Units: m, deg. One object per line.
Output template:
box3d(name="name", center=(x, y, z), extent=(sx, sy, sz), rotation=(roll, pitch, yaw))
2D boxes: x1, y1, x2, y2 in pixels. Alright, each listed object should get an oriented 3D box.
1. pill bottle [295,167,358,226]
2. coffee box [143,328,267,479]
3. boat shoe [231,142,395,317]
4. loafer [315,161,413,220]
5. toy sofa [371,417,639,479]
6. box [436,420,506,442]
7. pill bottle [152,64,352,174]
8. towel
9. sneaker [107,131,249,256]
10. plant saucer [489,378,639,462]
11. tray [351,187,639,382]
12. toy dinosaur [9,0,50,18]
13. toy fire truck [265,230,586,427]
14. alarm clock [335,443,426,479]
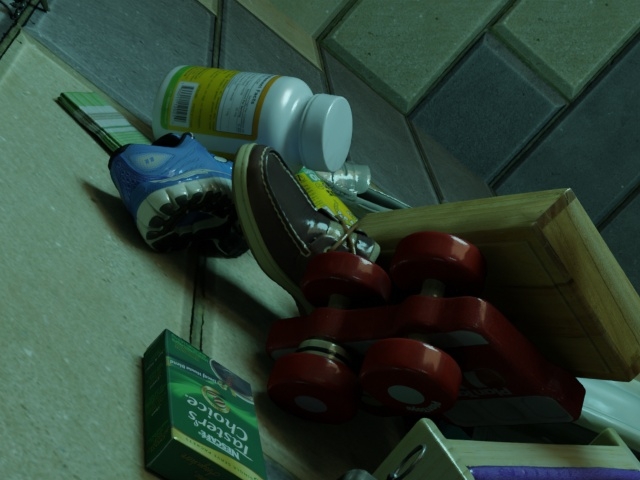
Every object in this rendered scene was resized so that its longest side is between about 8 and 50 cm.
box3d(name="pill bottle", center=(0.000, 0.000, 1.721), extent=(0.208, 0.117, 0.118), rotation=(49, 16, 23))
box3d(name="coffee box", center=(-0.106, 0.165, 1.141), extent=(0.113, 0.040, 0.184), rotation=(37, 16, -22))
box3d(name="boat shoe", center=(0.013, 0.018, 1.475), extent=(0.342, 0.123, 0.123), rotation=(61, 26, -28))
box3d(name="loafer", center=(0.033, -0.088, 2.060), extent=(0.319, 0.111, 0.112), rotation=(34, 17, -30))
box3d(name="toy sofa", center=(0.213, 0.297, 1.273), extent=(0.363, 0.150, 0.177), rotation=(12, 34, -45))
box3d(name="box", center=(0.239, 0.315, 1.567), extent=(0.244, 0.060, 0.100), rotation=(43, 14, 1))
box3d(name="pill bottle", center=(-0.088, -0.156, 1.678), extent=(0.246, 0.136, 0.136), rotation=(10, 3, 22))
box3d(name="towel", center=(-0.265, -0.137, 1.625), extent=(0.152, 0.023, 0.113), rotation=(42, 13, 6))
box3d(name="sneaker", center=(-0.140, -0.072, 1.545), extent=(0.147, 0.130, 0.330), rotation=(51, 17, 19))
box3d(name="plant saucer", center=(0.343, 0.229, 1.623), extent=(0.401, 0.100, 0.400), rotation=(24, -14, 6))
box3d(name="tray", center=(0.186, 0.057, 1.442), extent=(0.202, 0.076, 0.411), rotation=(55, -23, -14))
box3d(name="toy dinosaur", center=(-0.451, -0.372, 1.723), extent=(0.268, 0.064, 0.118), rotation=(32, 11, -45))
box3d(name="toy fire truck", center=(0.102, 0.137, 1.359), extent=(0.254, 0.302, 0.169), rotation=(44, 50, -35))
box3d(name="alarm clock", center=(0.019, 0.229, 0.993), extent=(0.064, 0.192, 0.129), rotation=(42, 14, 2))
